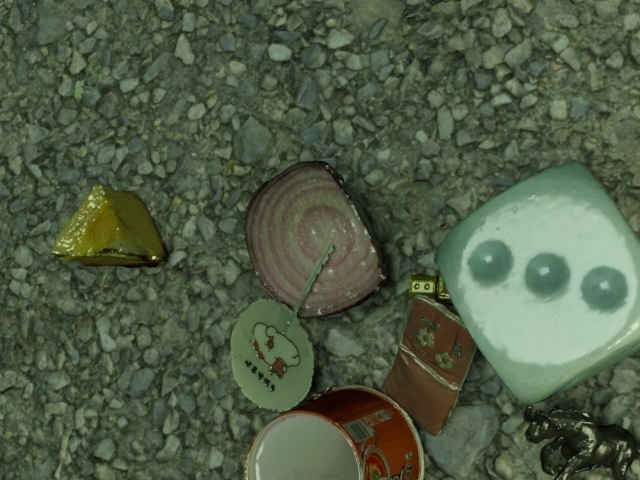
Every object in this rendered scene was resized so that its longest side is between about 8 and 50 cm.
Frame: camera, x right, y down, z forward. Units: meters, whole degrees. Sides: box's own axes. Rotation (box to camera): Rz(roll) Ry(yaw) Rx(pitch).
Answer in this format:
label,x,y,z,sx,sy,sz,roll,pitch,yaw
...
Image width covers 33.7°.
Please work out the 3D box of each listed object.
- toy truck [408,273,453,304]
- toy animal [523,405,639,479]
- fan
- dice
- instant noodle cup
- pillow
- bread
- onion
label,x,y,z,sx,sy,sz,roll,pitch,yaw
toy truck,0.185,0.077,1.691,0.083,0.054,0.049,1,83,20
toy animal,0.390,0.310,1.532,0.232,0.084,0.148,15,119,-16
fan,-0.051,0.137,1.741,0.191,0.009,0.329,41,116,31
dice,0.341,0.063,1.523,0.262,0.264,0.268,-32,72,13
instant noodle cup,0.014,0.350,1.631,0.250,0.192,0.250,-2,84,25
pillow,0.170,0.192,1.633,0.126,0.043,0.232,36,131,26
bread,-0.366,0.014,1.860,0.160,0.140,0.169,45,103,31
onion,0.000,0.000,1.751,0.247,0.111,0.250,-30,84,37
